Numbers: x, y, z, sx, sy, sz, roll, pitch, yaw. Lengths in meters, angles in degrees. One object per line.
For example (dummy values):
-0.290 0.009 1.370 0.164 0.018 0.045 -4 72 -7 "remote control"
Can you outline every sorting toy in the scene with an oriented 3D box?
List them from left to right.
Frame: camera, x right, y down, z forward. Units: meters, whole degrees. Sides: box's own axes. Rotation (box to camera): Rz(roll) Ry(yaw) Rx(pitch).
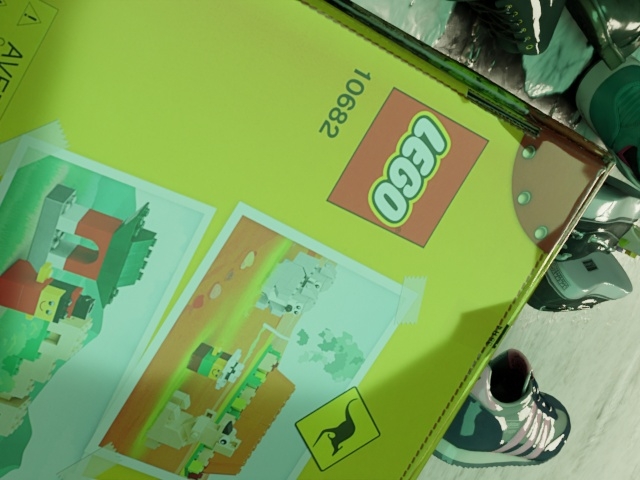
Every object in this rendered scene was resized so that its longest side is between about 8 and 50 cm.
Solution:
0.398 0.005 1.605 0.045 0.075 0.083 -57 148 6 "sorting toy"

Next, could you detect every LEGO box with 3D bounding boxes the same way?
-0.136 0.064 0.722 0.372 0.193 0.500 25 101 -30 "LEGO box"

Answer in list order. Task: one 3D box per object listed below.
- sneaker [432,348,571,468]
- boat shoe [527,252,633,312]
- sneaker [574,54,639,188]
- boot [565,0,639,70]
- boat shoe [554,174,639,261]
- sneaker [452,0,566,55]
0.235 0.194 1.542 0.319 0.112 0.131 4 120 -55 "sneaker"
0.305 0.054 1.539 0.076 0.080 0.228 -37 165 26 "boat shoe"
0.404 -0.078 1.385 0.124 0.178 0.295 -46 139 13 "sneaker"
0.335 -0.262 1.217 0.208 0.076 0.189 -35 165 14 "boot"
0.265 -0.025 1.384 0.301 0.108 0.102 1 119 -61 "boat shoe"
0.152 -0.202 1.076 0.222 0.083 0.118 -22 137 -42 "sneaker"
